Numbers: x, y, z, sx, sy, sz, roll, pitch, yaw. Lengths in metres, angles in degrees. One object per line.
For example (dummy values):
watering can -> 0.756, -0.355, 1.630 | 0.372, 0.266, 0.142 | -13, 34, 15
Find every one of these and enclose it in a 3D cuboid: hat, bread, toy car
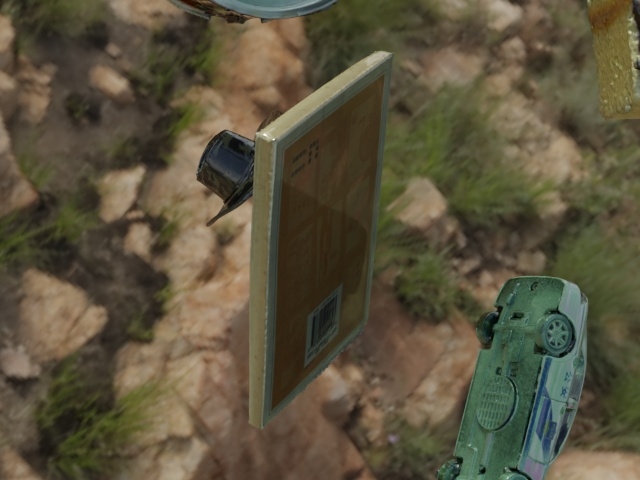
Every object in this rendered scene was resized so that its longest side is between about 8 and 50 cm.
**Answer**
hat -> -0.077, -0.068, 1.180 | 0.050, 0.121, 0.121 | 31, 47, -14
bread -> 0.393, -0.281, 1.688 | 0.178, 0.142, 0.266 | 1, 85, -39
toy car -> 0.171, 0.141, 1.154 | 0.076, 0.090, 0.224 | 22, 78, -31

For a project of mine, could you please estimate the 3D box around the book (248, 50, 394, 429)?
book -> -0.001, 0.000, 0.987 | 0.018, 0.242, 0.170 | 19, 35, 24

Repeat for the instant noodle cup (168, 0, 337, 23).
instant noodle cup -> -0.049, -0.273, 1.074 | 0.230, 0.230, 0.182 | 28, 10, -19
